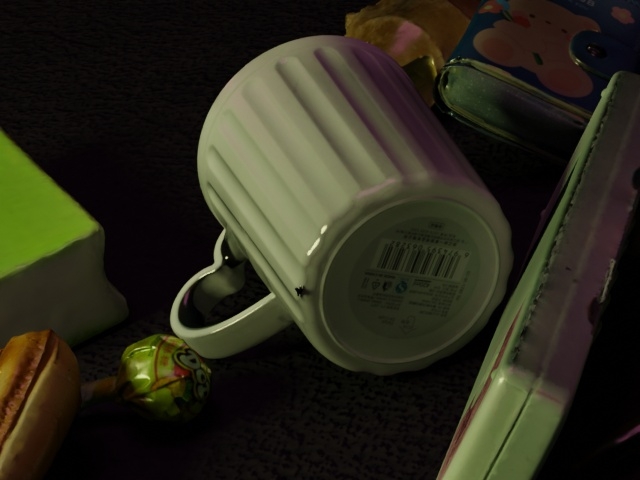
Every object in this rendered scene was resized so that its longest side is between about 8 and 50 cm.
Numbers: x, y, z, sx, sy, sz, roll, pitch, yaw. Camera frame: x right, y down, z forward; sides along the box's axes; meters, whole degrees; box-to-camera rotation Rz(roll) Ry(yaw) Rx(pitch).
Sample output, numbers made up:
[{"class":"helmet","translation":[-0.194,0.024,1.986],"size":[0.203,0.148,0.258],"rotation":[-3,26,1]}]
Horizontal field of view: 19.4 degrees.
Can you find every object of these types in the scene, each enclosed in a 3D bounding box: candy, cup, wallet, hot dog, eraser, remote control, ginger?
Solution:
[{"class":"candy","translation":[-0.158,0.099,1.238],"size":[0.193,0.062,0.058],"rotation":[-9,27,27]},{"class":"cup","translation":[0.014,0.001,1.257],"size":[0.166,0.221,0.202],"rotation":[12,24,-27]},{"class":"wallet","translation":[0.176,-0.139,1.438],"size":[0.141,0.059,0.202],"rotation":[24,38,5]},{"class":"hot dog","translation":[-0.203,0.146,1.137],"size":[0.102,0.076,0.249],"rotation":[-28,27,34]},{"class":"eraser","translation":[-0.288,0.012,1.384],"size":[0.210,0.092,0.274],"rotation":[-27,35,-20]},{"class":"remote control","translation":[0.141,0.036,1.128],"size":[0.050,0.145,0.344],"rotation":[25,40,3]},{"class":"ginger","translation":[0.025,-0.120,1.489],"size":[0.294,0.086,0.131],"rotation":[-34,59,-23]}]

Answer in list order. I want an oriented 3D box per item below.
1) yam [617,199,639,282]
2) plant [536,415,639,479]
[{"class":"yam","translation":[0.266,0.013,1.183],"size":[0.169,0.068,0.068],"rotation":[19,43,42]},{"class":"plant","translation":[0.294,0.048,1.032],"size":[0.333,0.180,0.251],"rotation":[1,23,30]}]
